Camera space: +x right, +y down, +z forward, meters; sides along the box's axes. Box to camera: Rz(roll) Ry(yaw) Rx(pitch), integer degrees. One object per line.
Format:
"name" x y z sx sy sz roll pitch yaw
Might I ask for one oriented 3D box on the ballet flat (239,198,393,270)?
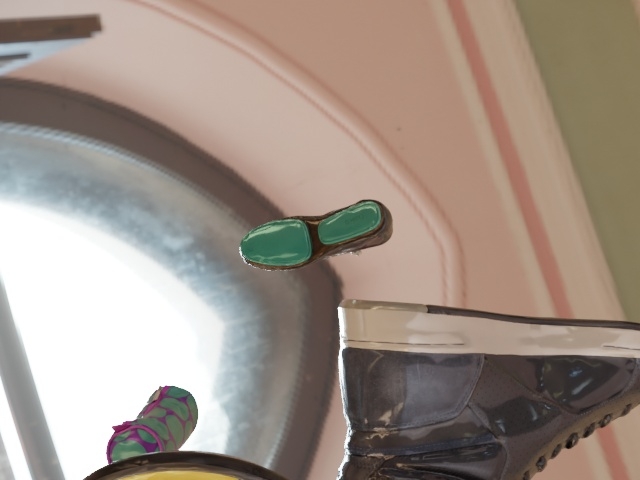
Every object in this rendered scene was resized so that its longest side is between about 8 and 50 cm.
"ballet flat" 0.000 0.000 1.486 0.203 0.074 0.074 -15 -90 21

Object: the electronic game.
"electronic game" -0.107 0.252 1.007 0.229 0.229 0.048 -54 -157 38

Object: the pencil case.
"pencil case" -0.178 0.204 1.263 0.064 0.152 0.070 -19 -84 11

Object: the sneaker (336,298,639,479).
"sneaker" 0.106 0.118 0.623 0.086 0.226 0.163 -8 -101 63
